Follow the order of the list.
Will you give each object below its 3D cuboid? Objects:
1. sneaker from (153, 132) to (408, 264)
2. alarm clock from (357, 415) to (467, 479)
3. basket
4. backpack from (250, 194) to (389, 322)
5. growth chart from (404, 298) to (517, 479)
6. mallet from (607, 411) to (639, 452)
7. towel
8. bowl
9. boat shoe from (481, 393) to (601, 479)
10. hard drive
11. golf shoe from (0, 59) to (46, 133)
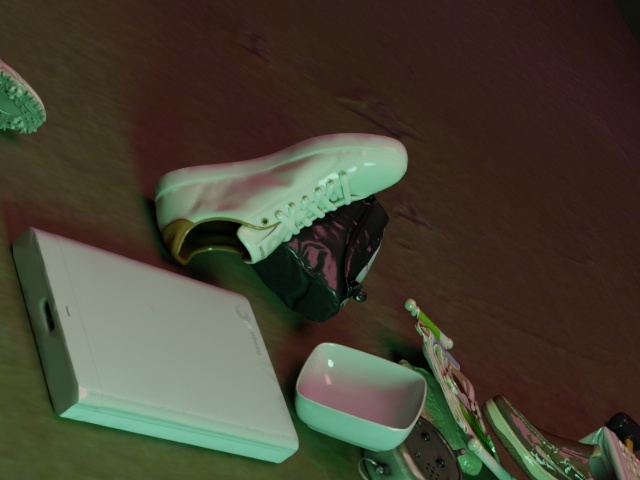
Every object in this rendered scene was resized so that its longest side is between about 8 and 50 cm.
[{"bbox_3d":[-0.037,-0.033,1.707,0.106,0.290,0.123,73,5,-57],"label":"sneaker"},{"bbox_3d":[0.101,0.260,1.758,0.192,0.064,0.129,3,53,-55],"label":"alarm clock"},{"bbox_3d":[0.385,0.356,2.047,0.103,0.113,0.167,37,29,-33],"label":"basket"},{"bbox_3d":[0.000,0.000,1.853,0.152,0.115,0.182,49,42,-10],"label":"backpack"},{"bbox_3d":[0.180,0.199,1.952,0.172,0.021,0.237,41,23,-58],"label":"growth chart"},{"bbox_3d":[0.461,0.332,2.307,0.062,0.039,0.190,47,29,-13],"label":"mallet"},{"bbox_3d":[0.148,0.223,1.925,0.110,0.027,0.148,25,35,-42],"label":"towel"},{"bbox_3d":[0.043,0.182,1.718,0.142,0.053,0.142,18,27,7],"label":"bowl"},{"bbox_3d":[0.312,0.285,1.928,0.257,0.095,0.095,51,1,0],"label":"boat shoe"},{"bbox_3d":[-0.161,0.110,1.537,0.307,0.040,0.203,21,39,-47],"label":"hard drive"},{"bbox_3d":[-0.349,-0.185,1.570,0.176,0.069,0.086,40,35,-25],"label":"golf shoe"}]
